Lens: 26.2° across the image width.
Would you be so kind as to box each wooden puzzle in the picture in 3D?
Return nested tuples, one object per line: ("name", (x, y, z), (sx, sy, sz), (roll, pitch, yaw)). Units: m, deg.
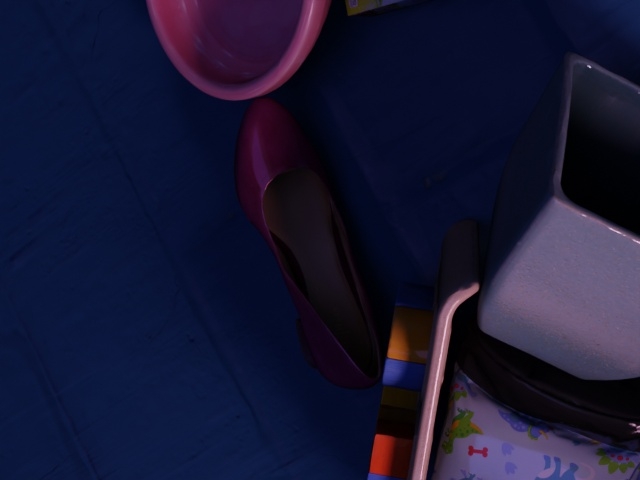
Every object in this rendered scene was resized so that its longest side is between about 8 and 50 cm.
("wooden puzzle", (0.106, 0.164, 1.598), (0.080, 0.322, 0.348), (14, 105, 3))

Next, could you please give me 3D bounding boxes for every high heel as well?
("high heel", (0.000, 0.000, 1.719), (0.181, 0.127, 0.377), (7, 118, 68))

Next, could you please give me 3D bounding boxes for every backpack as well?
("backpack", (0.243, 0.301, 1.593), (0.290, 0.273, 0.355), (25, 123, 17))

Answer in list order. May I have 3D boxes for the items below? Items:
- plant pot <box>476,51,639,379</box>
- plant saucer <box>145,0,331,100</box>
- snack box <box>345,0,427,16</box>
("plant pot", (0.294, 0.007, 1.462), (0.248, 0.247, 0.252), (25, 133, -9))
("plant saucer", (-0.097, -0.347, 1.753), (0.332, 0.084, 0.332), (11, 106, 43))
("snack box", (0.117, -0.376, 1.648), (0.207, 0.070, 0.174), (-11, 92, 32))
